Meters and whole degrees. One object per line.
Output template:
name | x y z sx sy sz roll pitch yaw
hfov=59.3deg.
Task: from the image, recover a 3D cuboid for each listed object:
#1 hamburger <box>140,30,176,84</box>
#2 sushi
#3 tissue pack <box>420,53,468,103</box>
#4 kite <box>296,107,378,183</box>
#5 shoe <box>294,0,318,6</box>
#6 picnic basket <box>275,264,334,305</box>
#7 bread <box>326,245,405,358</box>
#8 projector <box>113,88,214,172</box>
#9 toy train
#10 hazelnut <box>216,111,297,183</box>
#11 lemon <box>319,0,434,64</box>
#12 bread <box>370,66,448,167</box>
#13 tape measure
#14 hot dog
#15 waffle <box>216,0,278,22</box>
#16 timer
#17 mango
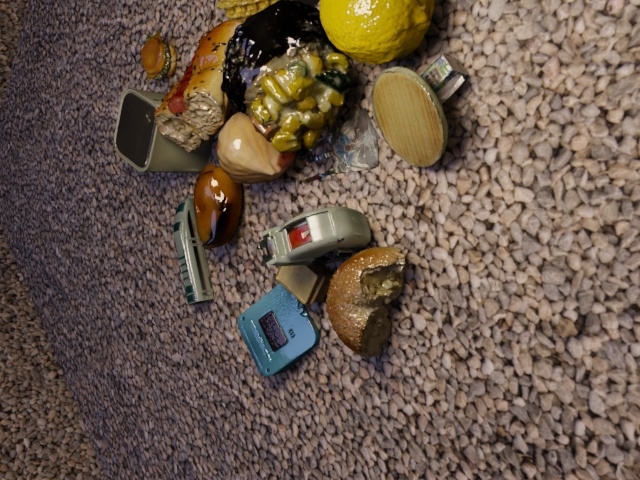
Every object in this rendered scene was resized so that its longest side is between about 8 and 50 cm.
hamburger | -0.611 -0.697 2.143 0.164 0.093 0.190 -11 87 40
sushi | -0.065 -0.422 1.493 0.285 0.328 0.329 54 132 25
tissue pack | 0.289 -0.376 1.352 0.111 0.085 0.079 -41 68 36
kite | 0.045 -0.245 1.634 0.310 0.015 0.169 -24 78 41
shoe | -0.021 -0.735 1.626 0.159 0.062 0.053 -41 54 37
picnic basket | -0.048 0.107 1.705 0.164 0.079 0.115 41 118 32
bread | 0.106 0.143 1.507 0.192 0.171 0.314 30 113 33
projector | -0.557 -0.387 2.016 0.248 0.249 0.248 34 115 34
toy train | -0.490 0.034 2.099 0.086 0.088 0.407 -22 78 42
hazelnut | -0.187 -0.271 1.685 0.261 0.261 0.241 -45 56 35
lemon | 0.129 -0.569 1.366 0.322 0.268 0.268 32 114 42
bread | 0.218 -0.301 1.376 0.267 0.040 0.267 48 157 28
tape measure | -0.001 0.000 1.539 0.246 0.243 0.125 -24 74 41
hot dog | -0.347 -0.506 1.764 0.367 0.196 0.365 -18 42 53
waffle | -0.193 -0.741 1.669 0.261 0.250 0.056 -40 39 41
timer | -0.125 0.286 1.814 0.250 0.091 0.232 -39 66 25
mango | -0.353 -0.116 1.916 0.201 0.152 0.287 21 108 36
